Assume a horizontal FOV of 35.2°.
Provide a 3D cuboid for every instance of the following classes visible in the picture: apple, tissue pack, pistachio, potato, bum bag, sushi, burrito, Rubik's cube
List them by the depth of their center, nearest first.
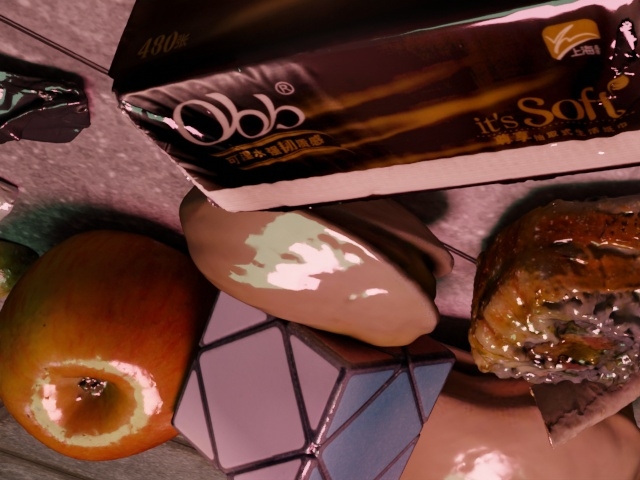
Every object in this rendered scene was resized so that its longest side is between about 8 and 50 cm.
[{"bbox_3d":[0.069,-0.148,0.693,0.370,0.210,0.198,-6,142,29],"label":"tissue pack"},{"bbox_3d":[-0.355,-0.144,1.007,0.248,0.060,0.123,17,149,-9],"label":"bum bag"},{"bbox_3d":[0.000,0.000,1.008,0.288,0.166,0.197,17,160,-11],"label":"pistachio"},{"bbox_3d":[0.260,0.059,1.041,0.184,0.139,0.274,13,154,-4],"label":"sushi"},{"bbox_3d":[-0.011,0.170,1.143,0.207,0.205,0.205,34,-160,34],"label":"Rubik's cube"},{"bbox_3d":[0.329,0.159,1.149,0.087,0.226,0.060,41,152,56],"label":"burrito"},{"bbox_3d":[-0.254,0.139,1.249,0.301,0.302,0.301,9,150,5],"label":"apple"},{"bbox_3d":[0.199,0.275,1.334,0.445,0.281,0.365,-22,125,27],"label":"pistachio"},{"bbox_3d":[-0.436,0.043,1.359,0.103,0.066,0.096,-18,142,39],"label":"potato"}]

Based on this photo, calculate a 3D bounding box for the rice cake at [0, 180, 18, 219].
[{"bbox_3d":[-0.474,-0.038,1.254,0.127,0.043,0.237,29,147,-29],"label":"rice cake"}]
